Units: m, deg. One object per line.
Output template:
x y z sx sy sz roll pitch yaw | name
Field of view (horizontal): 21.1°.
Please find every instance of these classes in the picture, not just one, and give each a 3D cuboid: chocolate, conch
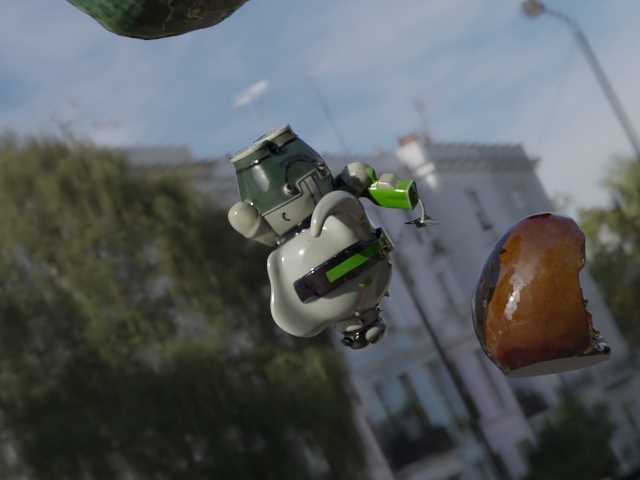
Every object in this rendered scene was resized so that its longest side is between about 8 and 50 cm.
0.191 0.045 1.477 0.127 0.133 0.124 4 -23 -35 | chocolate
-0.104 -0.295 1.537 0.277 0.195 0.220 -19 -1 28 | conch

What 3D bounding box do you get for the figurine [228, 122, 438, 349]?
0.000 0.000 1.401 0.147 0.192 0.126 -35 11 -39 | figurine
